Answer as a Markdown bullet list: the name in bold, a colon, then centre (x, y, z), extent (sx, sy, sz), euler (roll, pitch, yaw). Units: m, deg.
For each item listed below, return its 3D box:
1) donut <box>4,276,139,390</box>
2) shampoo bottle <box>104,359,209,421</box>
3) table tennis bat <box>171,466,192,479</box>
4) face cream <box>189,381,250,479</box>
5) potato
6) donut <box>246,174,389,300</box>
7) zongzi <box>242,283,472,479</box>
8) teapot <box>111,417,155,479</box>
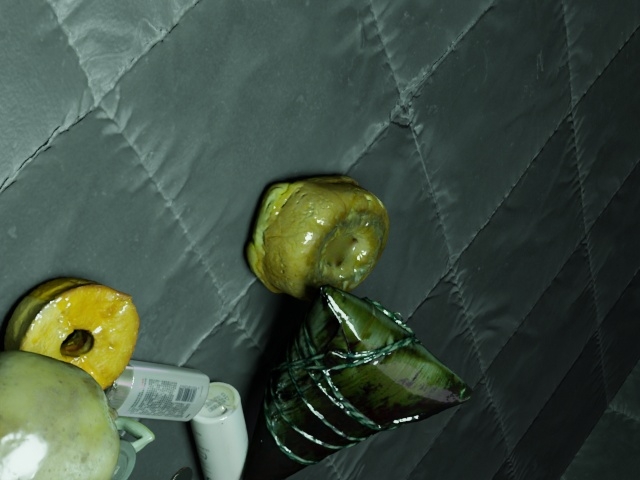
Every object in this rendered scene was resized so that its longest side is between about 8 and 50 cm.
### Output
- **donut**: centre (-0.339, 0.128, 1.429), extent (0.190, 0.074, 0.174), euler (-8, 120, -47)
- **shampoo bottle**: centre (-0.261, 0.228, 1.619), extent (0.227, 0.056, 0.086), euler (19, 98, -57)
- **table tennis bat**: centre (-0.248, 0.422, 1.818), extent (0.083, 0.007, 0.050), euler (-48, 145, -25)
- **face cream**: centre (-0.161, 0.377, 1.831), extent (0.092, 0.092, 0.311), euler (-40, 140, -32)
- **potato**: centre (-0.395, 0.266, 1.253), extent (0.326, 0.221, 0.243), euler (-41, 121, -21)
- **donut**: centre (0.000, 0.000, 1.759), extent (0.261, 0.128, 0.208), euler (-13, 123, -48)
- **zongzi**: centre (0.001, 0.269, 1.759), extent (0.319, 0.383, 0.362), euler (37, 66, -15)
- **teapot**: centre (-0.320, 0.312, 1.567), extent (0.124, 0.091, 0.092), euler (3, 111, -49)
